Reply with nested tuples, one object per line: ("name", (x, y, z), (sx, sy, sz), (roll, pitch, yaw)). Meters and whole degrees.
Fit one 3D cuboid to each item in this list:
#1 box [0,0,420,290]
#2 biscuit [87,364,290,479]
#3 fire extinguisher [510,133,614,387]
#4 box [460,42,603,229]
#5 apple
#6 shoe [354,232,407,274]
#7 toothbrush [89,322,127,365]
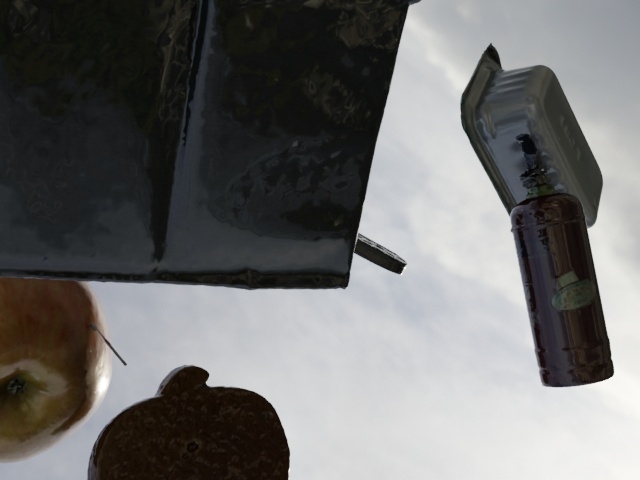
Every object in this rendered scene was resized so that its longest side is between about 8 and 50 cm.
("box", (-0.128, -0.127, 0.628), (0.251, 0.204, 0.345), (3, -157, -22))
("biscuit", (-0.243, 0.410, 1.690), (0.395, 0.070, 0.350), (3, -106, -31))
("fire extinguisher", (0.314, 0.025, 1.222), (0.138, 0.102, 0.343), (-8, -93, -61))
("box", (0.352, -0.136, 1.412), (0.336, 0.106, 0.264), (58, -145, -22))
("apple", (-0.563, 0.206, 1.619), (0.392, 0.391, 0.346), (25, -165, -31))
("shoe", (0.000, 0.000, 0.920), (0.179, 0.049, 0.071), (30, -173, 5))
("toothbrush", (-0.369, 0.181, 1.564), (0.097, 0.008, 0.006), (52, -149, -9))
